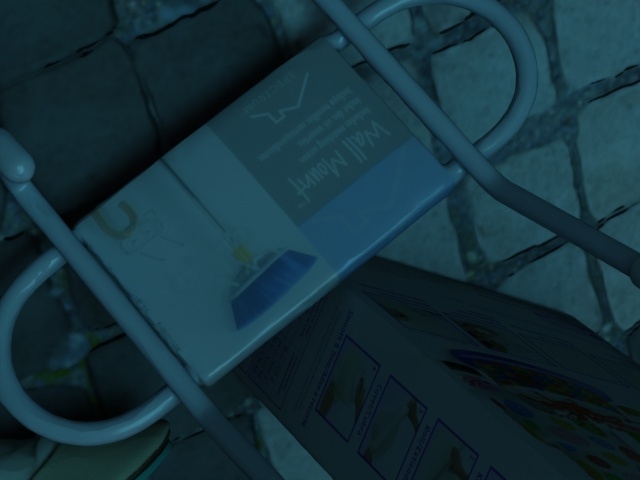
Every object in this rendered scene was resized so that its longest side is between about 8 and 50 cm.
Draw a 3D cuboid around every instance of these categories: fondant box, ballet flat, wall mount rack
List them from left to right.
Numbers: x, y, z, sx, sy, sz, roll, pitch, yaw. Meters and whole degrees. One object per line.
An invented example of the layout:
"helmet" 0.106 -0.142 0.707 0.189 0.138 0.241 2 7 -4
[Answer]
"ballet flat" -0.195 0.163 1.021 0.248 0.086 0.086 -42 123 -7
"wall mount rack" 0.000 0.000 0.938 0.350 0.304 0.130 -39 163 -10
"fondant box" 0.122 0.118 1.017 0.238 0.330 0.096 17 102 -32
